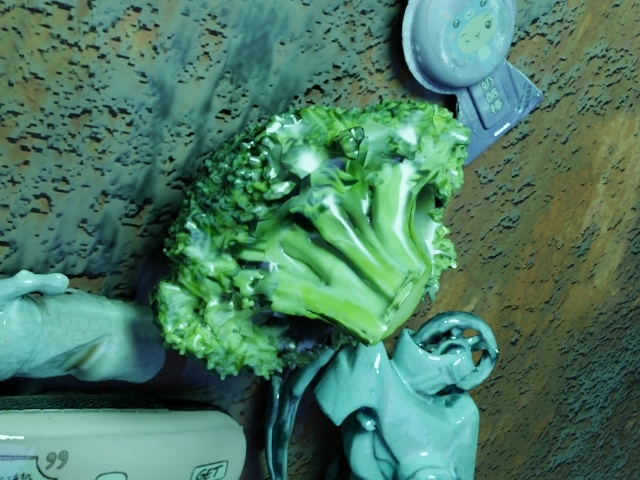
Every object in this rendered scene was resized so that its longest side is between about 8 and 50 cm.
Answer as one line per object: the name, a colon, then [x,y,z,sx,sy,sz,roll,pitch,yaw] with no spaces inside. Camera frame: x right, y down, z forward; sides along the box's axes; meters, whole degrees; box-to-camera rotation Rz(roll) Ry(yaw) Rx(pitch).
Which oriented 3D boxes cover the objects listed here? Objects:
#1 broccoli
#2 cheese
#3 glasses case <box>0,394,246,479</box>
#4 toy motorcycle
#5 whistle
broccoli: [-0.003,-0.001,0.664,0.226,0.176,0.198,-56,150,-44]
cheese: [0.119,-0.148,0.746,0.105,0.042,0.191,-40,136,-4]
glasses case: [-0.195,0.178,0.714,0.314,0.075,0.122,8,111,-38]
toy motorcycle: [0.052,0.183,0.857,0.206,0.154,0.260,-2,114,-8]
whistle: [-0.239,0.045,0.576,0.346,0.133,0.142,14,107,-50]
